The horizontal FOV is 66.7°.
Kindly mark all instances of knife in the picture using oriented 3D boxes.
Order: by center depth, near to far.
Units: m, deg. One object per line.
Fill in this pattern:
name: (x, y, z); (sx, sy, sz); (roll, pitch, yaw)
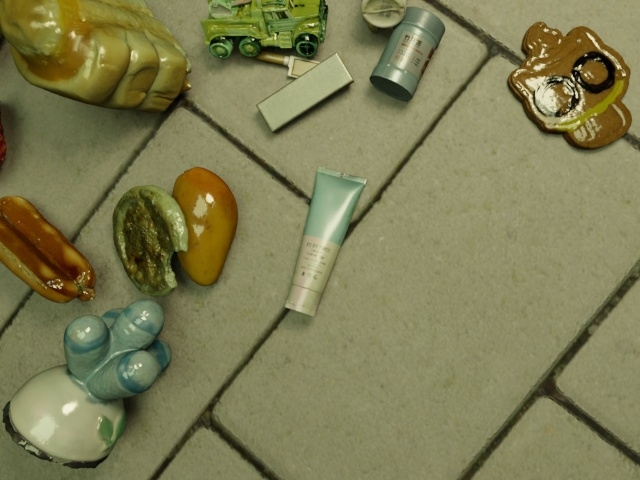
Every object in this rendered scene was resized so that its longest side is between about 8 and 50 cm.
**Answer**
knife: (-0.058, -0.381, 1.068); (0.256, 0.022, 0.046); (15, 94, 5)

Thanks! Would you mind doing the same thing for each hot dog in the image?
hot dog: (-0.625, 0.030, 1.074); (0.337, 0.135, 0.100); (38, 130, 12)

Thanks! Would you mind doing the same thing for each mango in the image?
mango: (-0.243, -0.029, 1.030); (0.139, 0.113, 0.253); (-3, 91, -6)

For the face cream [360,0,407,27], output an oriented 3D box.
face cream: (0.150, -0.584, 0.991); (0.092, 0.092, 0.311); (10, 71, 8)

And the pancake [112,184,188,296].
pancake: (-0.367, 0.000, 1.030); (0.254, 0.037, 0.253); (8, 103, 36)

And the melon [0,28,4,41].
melon: (-0.825, -0.530, 1.076); (0.237, 0.237, 0.301); (42, 93, 8)

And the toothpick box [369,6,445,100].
toothpick box: (0.178, -0.380, 0.996); (0.101, 0.101, 0.153); (25, 92, 8)

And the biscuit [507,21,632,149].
biscuit: (0.508, -0.319, 0.979); (0.208, 0.041, 0.290); (-33, 84, 4)

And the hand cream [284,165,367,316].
hand cream: (0.000, 0.000, 1.031); (0.111, 0.070, 0.312); (17, 82, 10)

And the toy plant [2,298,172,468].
toy plant: (-0.437, 0.257, 0.992); (0.247, 0.247, 0.332); (37, 88, 8)

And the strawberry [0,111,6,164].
strawberry: (-0.807, -0.221, 1.110); (0.234, 0.234, 0.178); (-18, 115, 7)

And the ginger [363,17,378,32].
ginger: (0.125, -0.519, 1.041); (0.057, 0.044, 0.137); (8, 86, 36)

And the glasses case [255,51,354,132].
glasses case: (-0.033, -0.314, 1.040); (0.205, 0.047, 0.070); (-31, 95, 10)

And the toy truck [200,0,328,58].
toy truck: (-0.117, -0.469, 1.010); (0.260, 0.135, 0.128); (5, 67, 3)

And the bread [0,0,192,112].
bread: (-0.459, -0.377, 0.975); (0.300, 0.341, 0.210); (44, 116, 5)
